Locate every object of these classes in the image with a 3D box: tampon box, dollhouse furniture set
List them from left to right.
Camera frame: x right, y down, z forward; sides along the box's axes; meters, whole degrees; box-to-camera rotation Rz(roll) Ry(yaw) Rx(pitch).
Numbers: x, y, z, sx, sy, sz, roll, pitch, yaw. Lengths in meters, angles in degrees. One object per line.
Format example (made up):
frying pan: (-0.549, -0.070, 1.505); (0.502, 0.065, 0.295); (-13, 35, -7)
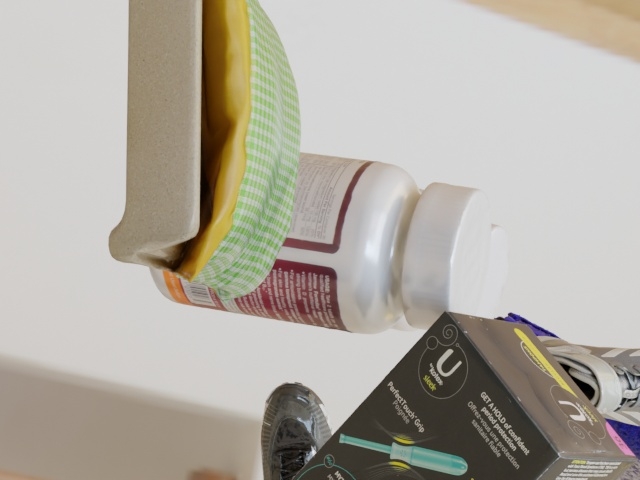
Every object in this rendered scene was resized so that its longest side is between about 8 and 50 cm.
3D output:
dollhouse furniture set: (0.001, -0.125, 0.777); (0.151, 0.302, 0.197); (-1, 175, 13)
tampon box: (0.087, 0.143, 1.013); (0.101, 0.161, 0.120); (12, -145, -52)

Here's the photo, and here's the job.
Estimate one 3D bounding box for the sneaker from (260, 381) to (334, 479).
sneaker: (-0.024, 0.264, 1.688); (0.078, 0.234, 0.106); (1, -158, 1)

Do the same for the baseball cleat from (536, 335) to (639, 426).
baseball cleat: (0.240, 0.118, 1.259); (0.205, 0.072, 0.109); (3, -174, 3)

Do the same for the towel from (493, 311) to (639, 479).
towel: (0.287, 0.180, 1.459); (0.308, 0.076, 0.228); (29, 167, 25)

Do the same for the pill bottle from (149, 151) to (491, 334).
pill bottle: (0.000, 0.000, 1.142); (0.221, 0.121, 0.121); (9, 166, 19)

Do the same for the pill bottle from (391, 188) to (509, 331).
pill bottle: (0.054, 0.011, 1.732); (0.272, 0.152, 0.152); (13, 168, 25)
